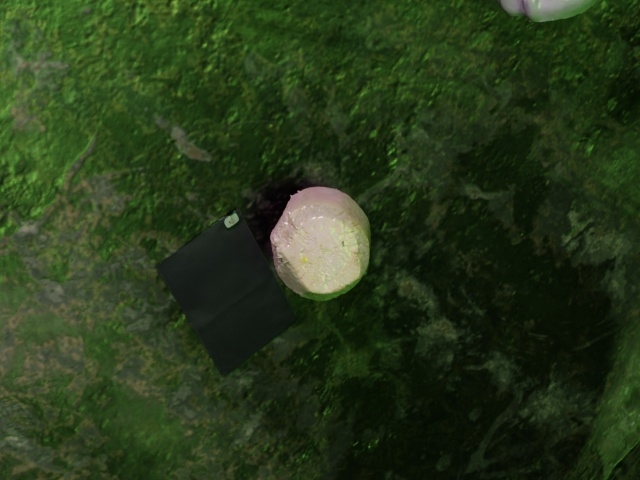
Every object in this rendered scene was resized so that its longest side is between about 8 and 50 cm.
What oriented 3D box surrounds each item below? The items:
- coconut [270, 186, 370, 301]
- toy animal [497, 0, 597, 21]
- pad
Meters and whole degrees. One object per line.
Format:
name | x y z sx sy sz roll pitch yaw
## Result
coconut | 0.000 0.000 1.391 0.116 0.122 0.116 0 104 0
toy animal | 0.261 -0.350 1.373 0.178 0.127 0.193 -22 123 -26
pad | -0.103 0.063 1.427 0.116 0.004 0.193 -36 130 -13
